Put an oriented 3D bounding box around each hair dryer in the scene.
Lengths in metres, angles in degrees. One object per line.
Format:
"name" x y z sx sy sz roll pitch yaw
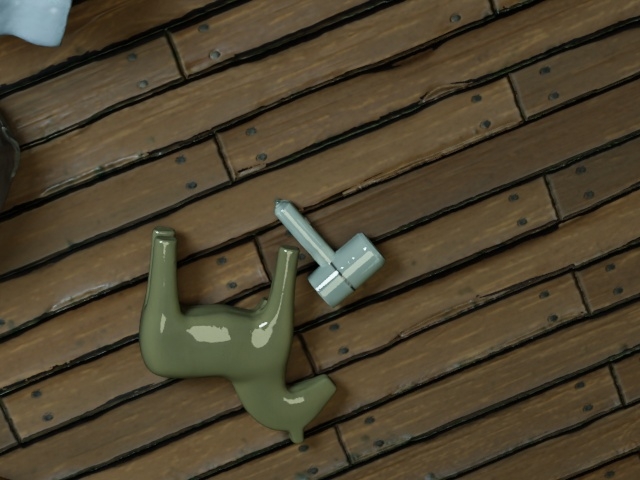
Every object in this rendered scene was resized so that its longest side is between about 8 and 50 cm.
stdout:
"hair dryer" 0.000 0.000 1.800 0.082 0.047 0.137 -42 101 3

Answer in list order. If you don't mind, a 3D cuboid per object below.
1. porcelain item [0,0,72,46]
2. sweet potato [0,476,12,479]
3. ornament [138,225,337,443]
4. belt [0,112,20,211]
"porcelain item" -0.435 -0.301 1.540 0.405 0.242 0.178 8 123 -14
"sweet potato" -0.327 0.306 1.825 0.265 0.057 0.057 22 101 -13
"ornament" -0.088 0.113 1.806 0.230 0.061 0.245 3 109 -13
"belt" -0.395 -0.059 1.677 0.128 0.124 0.201 24 97 5
